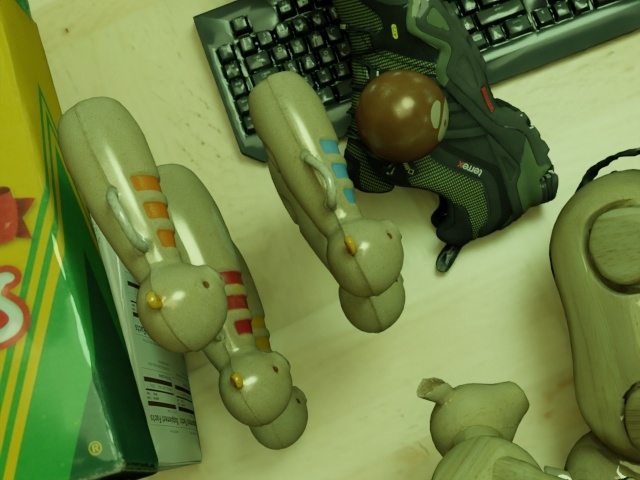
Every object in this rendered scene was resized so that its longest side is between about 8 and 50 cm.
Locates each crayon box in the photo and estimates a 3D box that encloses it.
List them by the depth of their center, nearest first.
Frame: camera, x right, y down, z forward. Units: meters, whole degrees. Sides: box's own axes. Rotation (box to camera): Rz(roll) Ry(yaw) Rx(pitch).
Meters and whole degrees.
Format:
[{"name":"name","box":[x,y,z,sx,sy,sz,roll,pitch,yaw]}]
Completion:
[{"name":"crayon box","box":[-0.227,-0.003,0.583,0.202,0.081,0.318,-19,76,1]}]

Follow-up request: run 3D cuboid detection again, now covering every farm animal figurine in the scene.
[{"name":"farm animal figurine","box":[0.170,0.103,0.624,0.330,0.172,0.326,14,77,-32]}]

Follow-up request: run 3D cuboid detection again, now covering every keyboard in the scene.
[{"name":"keyboard","box":[0.066,-0.193,0.779,0.317,0.033,0.201,-20,78,-1]}]

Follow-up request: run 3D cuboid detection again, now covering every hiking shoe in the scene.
[{"name":"hiking shoe","box":[0.049,-0.086,0.705,0.114,0.086,0.227,-39,101,2]}]

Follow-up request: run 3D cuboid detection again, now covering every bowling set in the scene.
[{"name":"bowling set","box":[0.000,0.000,0.610,0.200,0.287,0.154,-28,74,2]}]

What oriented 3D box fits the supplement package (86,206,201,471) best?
[{"name":"supplement package","box":[-0.193,0.056,0.686,0.194,0.149,0.203,-12,78,2]}]
